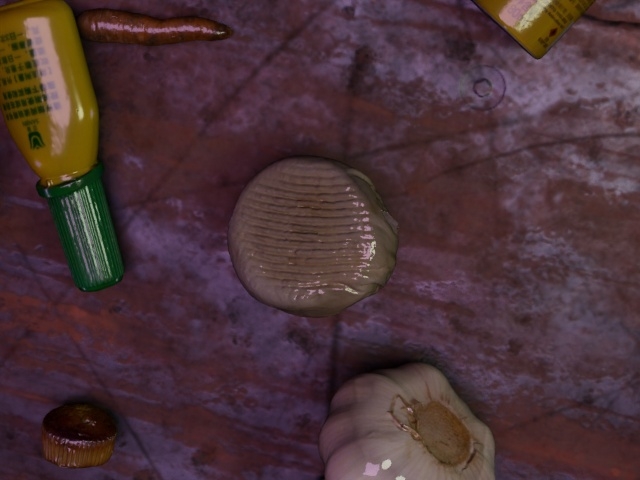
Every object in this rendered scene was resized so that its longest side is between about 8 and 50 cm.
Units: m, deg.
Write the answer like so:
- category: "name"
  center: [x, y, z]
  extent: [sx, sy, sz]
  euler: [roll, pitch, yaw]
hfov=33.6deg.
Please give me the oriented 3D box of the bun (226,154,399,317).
- category: "bun"
  center: [0.000, 0.000, 1.074]
  extent: [0.173, 0.113, 0.166]
  euler: [36, 100, 21]

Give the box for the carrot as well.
- category: "carrot"
  center: [-0.171, -0.216, 1.086]
  extent: [0.165, 0.035, 0.036]
  euler: [5, 103, 3]

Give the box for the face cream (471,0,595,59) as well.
- category: "face cream"
  center: [0.286, -0.330, 0.974]
  extent: [0.105, 0.105, 0.349]
  euler: [42, 104, -4]

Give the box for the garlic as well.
- category: "garlic"
  center: [0.058, 0.246, 1.106]
  extent: [0.199, 0.199, 0.226]
  euler: [44, 130, -4]

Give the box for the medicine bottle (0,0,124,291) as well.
- category: "medicine bottle"
  center: [-0.270, -0.096, 1.100]
  extent: [0.111, 0.076, 0.309]
  euler: [-6, 104, 31]

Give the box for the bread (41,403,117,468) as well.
- category: "bread"
  center: [-0.265, 0.211, 1.165]
  extent: [0.085, 0.085, 0.053]
  euler: [12, 109, 3]
